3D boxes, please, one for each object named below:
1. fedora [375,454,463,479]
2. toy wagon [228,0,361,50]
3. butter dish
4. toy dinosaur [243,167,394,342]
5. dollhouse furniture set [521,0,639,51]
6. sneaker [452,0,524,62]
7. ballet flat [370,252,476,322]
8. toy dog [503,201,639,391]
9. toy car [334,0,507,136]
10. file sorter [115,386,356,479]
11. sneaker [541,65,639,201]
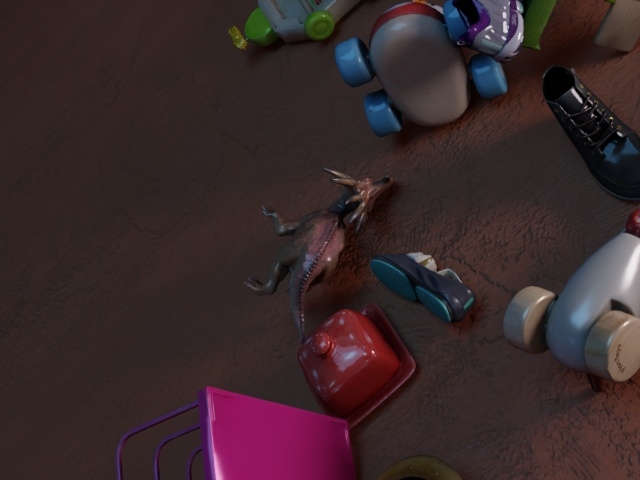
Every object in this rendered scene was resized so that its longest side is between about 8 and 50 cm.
[{"bbox_3d":[0.131,0.374,1.452,0.194,0.079,0.194,-26,44,29],"label":"fedora"},{"bbox_3d":[-0.026,-0.475,2.124,0.344,0.068,0.267,-41,45,13],"label":"toy wagon"},{"bbox_3d":[0.029,0.168,1.637,0.160,0.118,0.160,-43,44,11],"label":"butter dish"},{"bbox_3d":[0.000,0.000,1.725,0.200,0.127,0.296,-31,31,39],"label":"toy dinosaur"},{"bbox_3d":[0.381,-0.420,1.706,0.302,0.197,0.151,-95,18,-47],"label":"dollhouse furniture set"},{"bbox_3d":[0.238,-0.366,1.614,0.083,0.098,0.224,138,139,-59],"label":"sneaker"},{"bbox_3d":[0.154,0.060,1.646,0.074,0.074,0.203,-55,38,-2],"label":"ballet flat"},{"bbox_3d":[0.390,0.063,1.415,0.333,0.161,0.220,-35,42,-3],"label":"toy dog"},{"bbox_3d":[0.158,-0.321,1.795,0.219,0.210,0.238,-19,40,19],"label":"toy car"},{"bbox_3d":[-0.105,0.340,1.503,0.182,0.290,0.202,-26,60,31],"label":"file sorter"},{"bbox_3d":[0.375,-0.145,1.547,0.083,0.118,0.222,-43,45,10],"label":"sneaker"}]
